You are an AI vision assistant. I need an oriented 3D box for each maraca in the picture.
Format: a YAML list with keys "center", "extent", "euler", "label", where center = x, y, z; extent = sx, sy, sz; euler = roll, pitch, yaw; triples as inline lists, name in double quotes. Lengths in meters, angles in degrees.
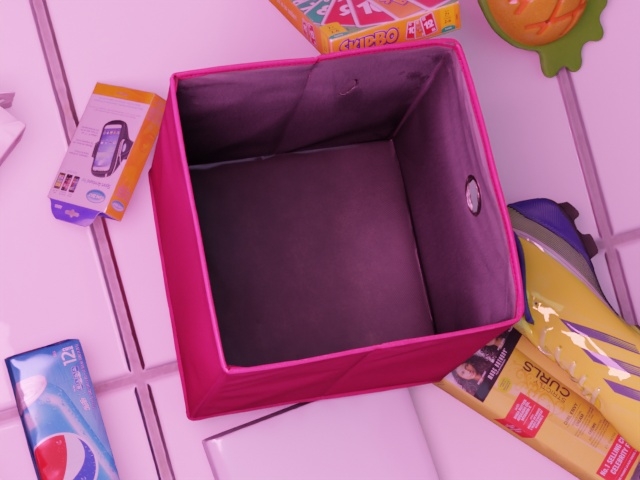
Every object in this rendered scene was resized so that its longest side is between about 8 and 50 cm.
- center: [0.220, -0.244, 1.576]
  extent: [0.127, 0.099, 0.186]
  euler: [-51, 125, -7]
  label: "maraca"

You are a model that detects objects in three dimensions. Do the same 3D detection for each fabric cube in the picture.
- center: [0.000, 0.000, 1.385]
  extent: [0.259, 0.258, 0.254]
  euler: [-9, 75, -13]
  label: "fabric cube"

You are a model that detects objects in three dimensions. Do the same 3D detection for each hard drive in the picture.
- center: [0.032, 0.300, 1.513]
  extent: [0.203, 0.040, 0.307]
  euler: [-19, 91, -15]
  label: "hard drive"

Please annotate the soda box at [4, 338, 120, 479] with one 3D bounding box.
- center: [-0.224, 0.197, 1.436]
  extent: [0.067, 0.071, 0.210]
  euler: [-17, 91, -16]
  label: "soda box"

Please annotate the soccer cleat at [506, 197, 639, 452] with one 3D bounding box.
- center: [0.240, 0.089, 1.520]
  extent: [0.121, 0.093, 0.289]
  euler: [-16, 64, -22]
  label: "soccer cleat"

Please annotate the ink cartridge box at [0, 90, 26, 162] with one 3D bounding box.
- center: [-0.332, -0.082, 1.417]
  extent: [0.090, 0.092, 0.143]
  euler: [37, 77, -9]
  label: "ink cartridge box"

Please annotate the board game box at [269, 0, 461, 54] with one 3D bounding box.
- center: [0.014, -0.239, 1.451]
  extent: [0.124, 0.259, 0.039]
  euler: [-19, 124, -16]
  label: "board game box"

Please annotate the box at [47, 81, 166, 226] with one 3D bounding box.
- center: [-0.198, -0.075, 1.459]
  extent: [0.028, 0.081, 0.136]
  euler: [30, 78, -50]
  label: "box"

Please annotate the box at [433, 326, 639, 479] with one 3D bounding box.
- center: [0.212, 0.155, 1.562]
  extent: [0.232, 0.058, 0.087]
  euler: [35, 78, -10]
  label: "box"
